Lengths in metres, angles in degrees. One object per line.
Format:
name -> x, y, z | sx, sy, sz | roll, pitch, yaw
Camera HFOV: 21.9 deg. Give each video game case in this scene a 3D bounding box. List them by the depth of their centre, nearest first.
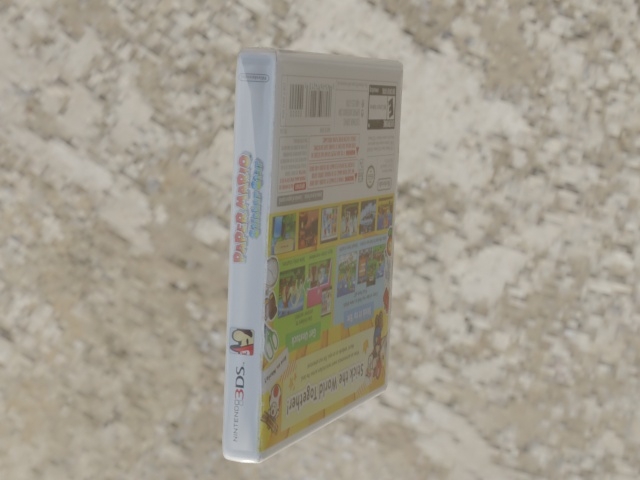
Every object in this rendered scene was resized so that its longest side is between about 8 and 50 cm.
video game case -> 0.000, 0.000, 0.919 | 0.026, 0.227, 0.206 | 4, 96, 18
